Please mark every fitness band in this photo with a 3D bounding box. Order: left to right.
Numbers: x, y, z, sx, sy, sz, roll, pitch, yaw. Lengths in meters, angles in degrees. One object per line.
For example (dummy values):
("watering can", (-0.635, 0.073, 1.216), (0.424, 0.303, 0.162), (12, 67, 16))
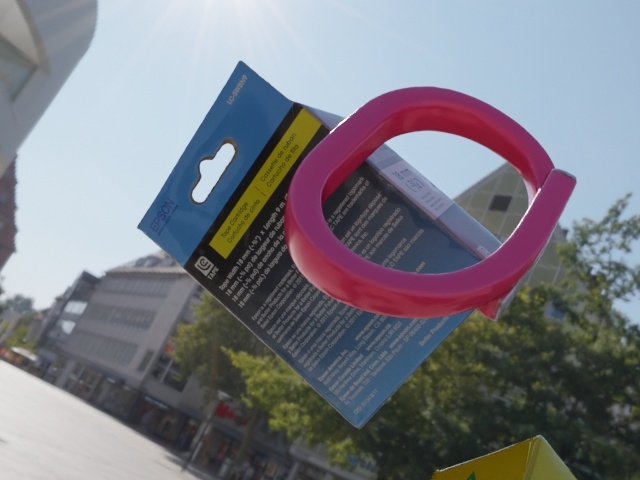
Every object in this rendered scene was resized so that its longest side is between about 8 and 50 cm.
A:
("fitness band", (0.096, -0.042, 0.608), (0.209, 0.291, 0.054), (29, -42, 17))

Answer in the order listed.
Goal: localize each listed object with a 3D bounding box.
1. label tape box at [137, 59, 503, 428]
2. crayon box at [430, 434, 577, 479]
("label tape box", (0.000, 0.000, 0.765), (0.334, 0.240, 0.106), (42, 26, 7))
("crayon box", (0.156, 0.346, 0.370), (0.106, 0.313, 0.363), (-37, -87, 36))
